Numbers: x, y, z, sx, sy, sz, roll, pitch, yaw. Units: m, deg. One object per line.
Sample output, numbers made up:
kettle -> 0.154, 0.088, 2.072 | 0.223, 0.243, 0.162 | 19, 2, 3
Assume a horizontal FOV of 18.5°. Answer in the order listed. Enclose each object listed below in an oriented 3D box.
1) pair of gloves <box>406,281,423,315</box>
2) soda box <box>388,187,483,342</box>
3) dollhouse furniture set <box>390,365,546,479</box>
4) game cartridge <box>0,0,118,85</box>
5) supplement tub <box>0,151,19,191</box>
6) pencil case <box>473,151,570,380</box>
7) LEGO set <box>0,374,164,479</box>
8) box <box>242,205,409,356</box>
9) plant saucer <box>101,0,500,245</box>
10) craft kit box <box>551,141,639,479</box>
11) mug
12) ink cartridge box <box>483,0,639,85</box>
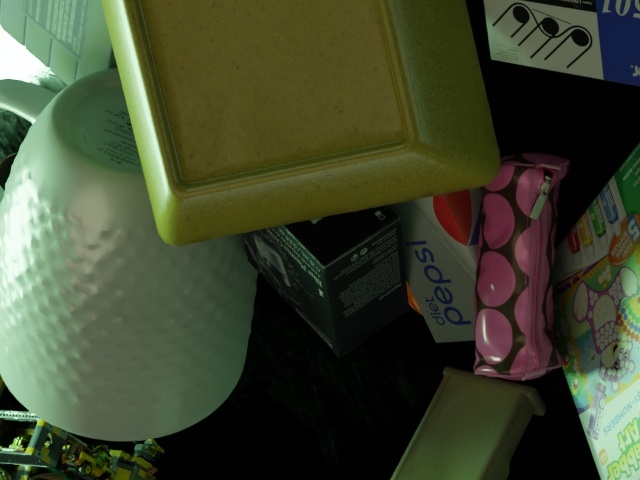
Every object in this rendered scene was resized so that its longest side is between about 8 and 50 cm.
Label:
pair of gloves -> 0.112, 0.045, 1.996 | 0.083, 0.010, 0.074 | -22, 106, 47
soda box -> 0.111, -0.044, 1.859 | 0.098, 0.091, 0.286 | -6, 118, 44
dollhouse furniture set -> 0.183, 0.271, 2.056 | 0.212, 0.161, 0.242 | 12, 151, 35
game cartridge -> -0.269, -0.290, 1.965 | 0.230, 0.068, 0.355 | 37, 155, 5
supplement tub -> -0.354, -0.008, 2.288 | 0.106, 0.106, 0.198 | 40, 140, 8
pencil case -> 0.183, 0.025, 1.785 | 0.098, 0.095, 0.209 | 11, 103, 61
LEGO set -> -0.346, 0.210, 2.452 | 0.255, 0.192, 0.331 | 35, 153, -34
box -> 0.000, 0.000, 1.880 | 0.156, 0.093, 0.158 | 46, 161, 31
plant saucer -> -0.039, -0.175, 1.727 | 0.332, 0.081, 0.333 | -11, 98, 17
craft kit box -> 0.292, 0.070, 1.717 | 0.250, 0.061, 0.247 | -59, 41, 49
mug -> -0.236, -0.025, 2.039 | 0.374, 0.276, 0.328 | 32, 138, 22
ink cartridge box -> 0.237, -0.189, 1.666 | 0.207, 0.046, 0.097 | 14, 131, 33
